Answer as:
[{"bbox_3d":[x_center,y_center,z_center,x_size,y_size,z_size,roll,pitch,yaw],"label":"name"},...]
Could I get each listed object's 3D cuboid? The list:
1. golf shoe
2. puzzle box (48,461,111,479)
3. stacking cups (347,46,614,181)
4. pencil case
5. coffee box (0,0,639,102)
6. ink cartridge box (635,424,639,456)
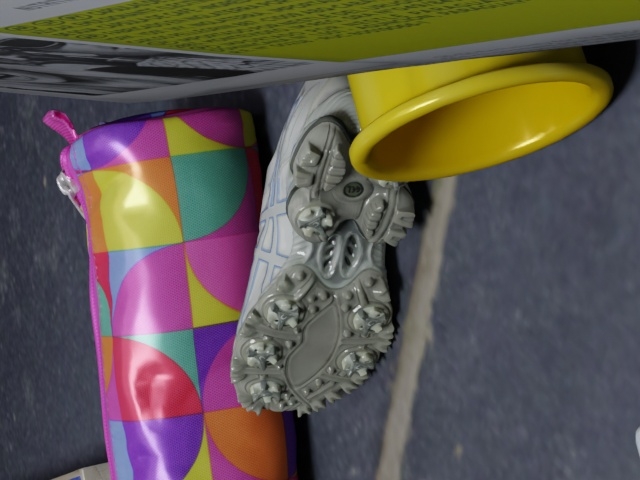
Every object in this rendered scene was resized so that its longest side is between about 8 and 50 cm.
[{"bbox_3d":[0.000,0.000,0.734,0.086,0.069,0.176,-102,25,-50],"label":"golf shoe"},{"bbox_3d":[-0.131,0.355,1.063,0.272,0.052,0.409,-29,73,59],"label":"puzzle box"},{"bbox_3d":[0.014,-0.181,0.609,0.096,0.096,0.316,-42,60,57],"label":"stacking cups"},{"bbox_3d":[-0.070,0.046,0.816,0.104,0.104,0.236,-8,92,61],"label":"pencil case"},{"bbox_3d":[-0.079,-0.221,0.402,0.338,0.334,0.338,1,90,48],"label":"coffee box"},{"bbox_3d":[0.188,0.132,0.429,0.189,0.066,0.232,-38,61,58],"label":"ink cartridge box"}]
